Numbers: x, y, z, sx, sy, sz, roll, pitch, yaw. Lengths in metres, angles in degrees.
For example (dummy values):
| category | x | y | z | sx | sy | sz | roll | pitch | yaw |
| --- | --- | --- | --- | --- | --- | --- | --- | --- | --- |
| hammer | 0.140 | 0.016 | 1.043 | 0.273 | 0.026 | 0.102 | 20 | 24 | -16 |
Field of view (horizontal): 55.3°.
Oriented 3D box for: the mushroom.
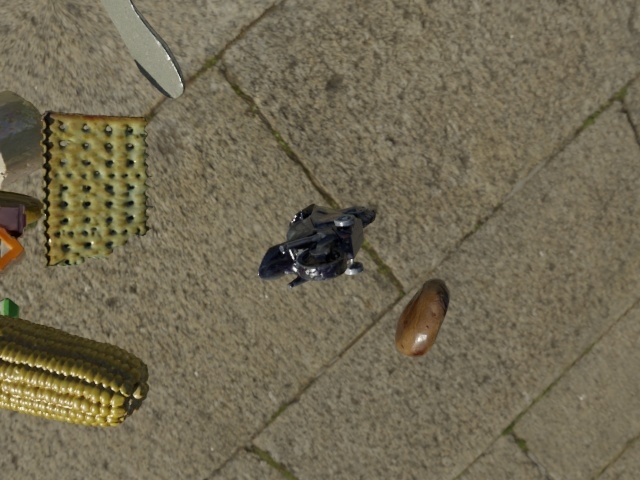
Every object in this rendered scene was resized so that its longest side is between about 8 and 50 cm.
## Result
| category | x | y | z | sx | sy | sz | roll | pitch | yaw |
| --- | --- | --- | --- | --- | --- | --- | --- | --- | --- |
| mushroom | 0.147 | 0.111 | 0.892 | 0.052 | 0.123 | 0.123 | 26 | 99 | -3 |

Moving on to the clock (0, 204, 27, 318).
| category | x | y | z | sx | sy | sz | roll | pitch | yaw |
| --- | --- | --- | --- | --- | --- | --- | --- | --- | --- |
| clock | -0.575 | 0.023 | 0.900 | 0.255 | 0.106 | 0.219 | 2 | 81 | -24 |

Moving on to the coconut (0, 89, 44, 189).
| category | x | y | z | sx | sy | sz | roll | pitch | yaw |
| --- | --- | --- | --- | --- | --- | --- | --- | --- | --- |
| coconut | -0.852 | -0.253 | 1.586 | 0.244 | 0.239 | 0.239 | -44 | 127 | -40 |

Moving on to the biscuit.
| category | x | y | z | sx | sy | sz | roll | pitch | yaw |
| --- | --- | --- | --- | --- | --- | --- | --- | --- | --- |
| biscuit | -0.294 | -0.067 | 0.809 | 0.144 | 0.016 | 0.203 | -5 | 104 | -31 |

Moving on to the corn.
| category | x | y | z | sx | sy | sz | roll | pitch | yaw |
| --- | --- | --- | --- | --- | --- | --- | --- | --- | --- |
| corn | -0.263 | 0.106 | 0.526 | 0.238 | 0.080 | 0.080 | 12 | 107 | -1 |

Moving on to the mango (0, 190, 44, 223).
| category | x | y | z | sx | sy | sz | roll | pitch | yaw |
| --- | --- | --- | --- | --- | --- | --- | --- | --- | --- |
| mango | -0.746 | -0.070 | 1.419 | 0.195 | 0.137 | 0.098 | 2 | 89 | -23 |

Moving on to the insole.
| category | x | y | z | sx | sy | sz | roll | pitch | yaw |
| --- | --- | --- | --- | --- | --- | --- | --- | --- | --- |
| insole | -0.246 | -0.277 | 0.825 | 0.192 | 0.063 | 0.010 | 59 | 37 | -15 |

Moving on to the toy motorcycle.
| category | x | y | z | sx | sy | sz | roll | pitch | yaw |
| --- | --- | --- | --- | --- | --- | --- | --- | --- | --- |
| toy motorcycle | 0.000 | 0.000 | 1.173 | 0.173 | 0.307 | 0.108 | -1 | 112 | 21 |
